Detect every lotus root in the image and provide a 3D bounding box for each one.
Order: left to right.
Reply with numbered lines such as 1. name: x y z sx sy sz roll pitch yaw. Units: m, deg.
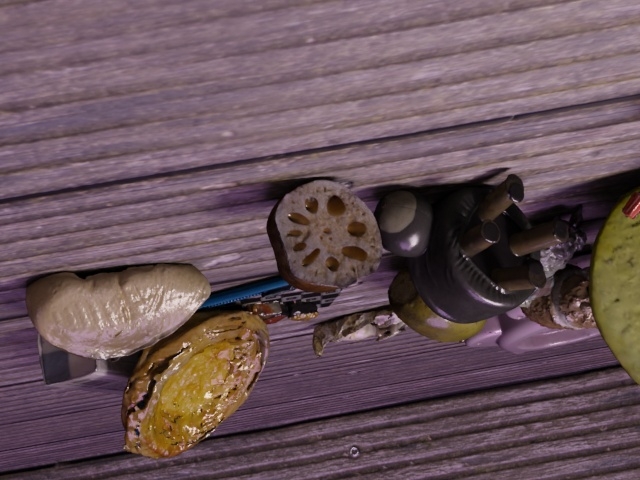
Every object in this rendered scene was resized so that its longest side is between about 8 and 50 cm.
1. lotus root: 0.003 -0.001 1.143 0.112 0.122 0.081 -15 169 -15

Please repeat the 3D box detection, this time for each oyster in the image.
1. oyster: 0.081 0.145 1.895 0.200 0.061 0.106 -11 147 -6

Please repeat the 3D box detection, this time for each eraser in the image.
1. eraser: -0.299 0.196 1.721 0.098 0.096 0.404 -16 164 17

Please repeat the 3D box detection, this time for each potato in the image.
1. potato: 0.178 0.092 1.580 0.149 0.113 0.251 28 178 21
2. potato: 0.476 0.018 1.416 0.330 0.212 0.280 -42 171 3

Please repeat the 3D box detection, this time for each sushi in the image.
1. sushi: -0.061 0.117 1.704 0.201 0.031 0.139 -7 164 -11

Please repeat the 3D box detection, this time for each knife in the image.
1. knife: -0.107 0.079 1.547 0.297 0.026 0.044 -16 176 18

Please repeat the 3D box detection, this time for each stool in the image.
1. stool: 0.175 0.010 1.229 0.228 0.153 0.139 1 162 -35

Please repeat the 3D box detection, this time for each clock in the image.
1. clock: 0.428 0.102 1.818 0.296 0.113 0.322 0 160 -34

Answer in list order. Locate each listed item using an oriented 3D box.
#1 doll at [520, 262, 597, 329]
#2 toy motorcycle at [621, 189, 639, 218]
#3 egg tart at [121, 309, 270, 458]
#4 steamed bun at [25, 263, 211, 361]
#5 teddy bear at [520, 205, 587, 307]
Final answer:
1. doll: 0.347 0.075 1.576 0.105 0.114 0.221 -11 -160 -39
2. toy motorcycle: 0.463 -0.053 1.150 0.221 0.148 0.326 -53 143 7
3. egg tart: -0.207 0.209 1.634 0.291 0.107 0.290 -33 143 -29
4. steamed bun: -0.285 0.106 1.382 0.212 0.110 0.231 4 157 -41
5. teddy bear: 0.286 0.036 1.484 0.133 0.111 0.213 -2 165 -39
